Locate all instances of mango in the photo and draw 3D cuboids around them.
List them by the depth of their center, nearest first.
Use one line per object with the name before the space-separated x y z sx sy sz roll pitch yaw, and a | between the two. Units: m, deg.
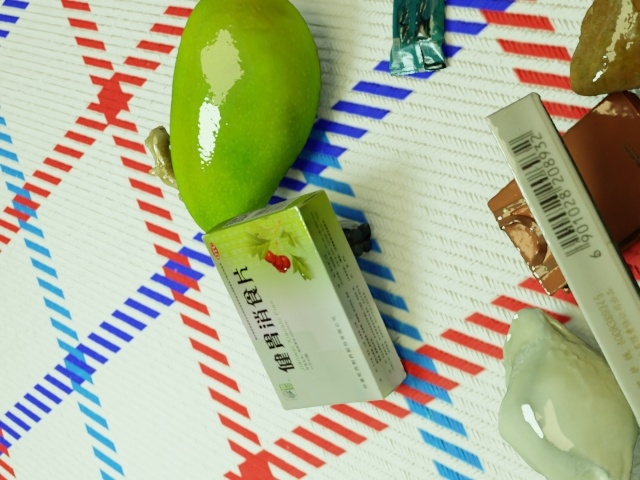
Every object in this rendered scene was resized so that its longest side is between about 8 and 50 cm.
mango | -0.104 -0.158 1.247 0.192 0.156 0.343 16 113 14

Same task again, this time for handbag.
handbag | 0.275 -0.045 0.971 0.190 0.063 0.127 -44 63 31

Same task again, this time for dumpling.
dumpling | 0.243 0.185 0.979 0.216 0.126 0.166 47 149 16

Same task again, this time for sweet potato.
sweet potato | 0.318 -0.250 0.912 0.097 0.097 0.251 31 104 38

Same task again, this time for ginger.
ginger | -0.169 -0.144 1.385 0.193 0.052 0.176 -1 102 31

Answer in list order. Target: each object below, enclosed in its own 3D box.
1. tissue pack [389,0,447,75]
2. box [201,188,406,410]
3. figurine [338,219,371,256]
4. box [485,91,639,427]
tissue pack | 0.115 -0.269 1.135 0.085 0.028 0.138 2 89 43
box | -0.022 0.081 1.185 0.175 0.062 0.260 -16 104 42
figurine | 0.002 0.009 1.226 0.136 0.077 0.079 10 113 33
box | 0.254 0.045 0.839 0.051 0.204 0.365 -27 88 15
